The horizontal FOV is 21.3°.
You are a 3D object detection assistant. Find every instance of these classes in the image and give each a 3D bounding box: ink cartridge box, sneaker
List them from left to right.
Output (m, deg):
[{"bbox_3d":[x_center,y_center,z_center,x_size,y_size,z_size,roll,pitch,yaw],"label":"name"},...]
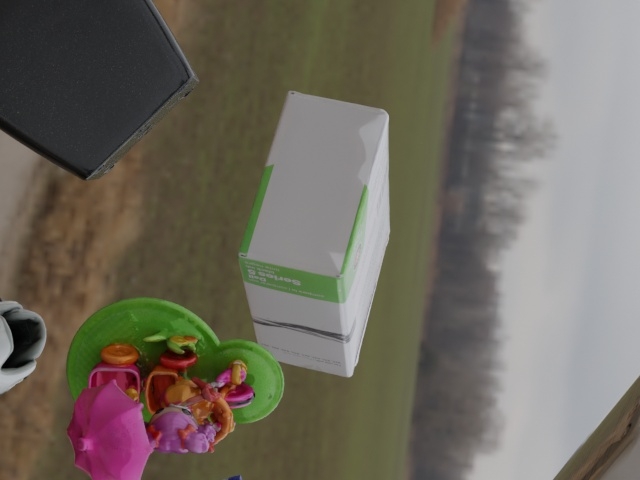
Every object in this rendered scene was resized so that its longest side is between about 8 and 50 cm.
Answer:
[{"bbox_3d":[-0.374,0.131,1.936,0.330,0.146,0.122,145,-72,-87],"label":"sneaker"},{"bbox_3d":[0.000,0.000,1.819,0.273,0.115,0.198,85,19,-64],"label":"ink cartridge box"}]

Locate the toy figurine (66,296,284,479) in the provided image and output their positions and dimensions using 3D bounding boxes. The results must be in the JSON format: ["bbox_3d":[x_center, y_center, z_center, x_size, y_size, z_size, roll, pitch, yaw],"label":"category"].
[{"bbox_3d":[-0.120,0.132,1.270,0.159,0.173,0.130,-78,173,-71],"label":"toy figurine"}]

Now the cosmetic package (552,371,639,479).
[{"bbox_3d":[0.217,0.256,1.167,0.365,0.197,0.155,-58,176,38],"label":"cosmetic package"}]

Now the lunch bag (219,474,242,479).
[{"bbox_3d":[-0.145,0.383,1.539,0.138,0.221,0.293,-113,-169,-54],"label":"lunch bag"}]

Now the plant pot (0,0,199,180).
[{"bbox_3d":[-0.207,-0.152,1.460,0.187,0.167,0.188,-44,-176,0],"label":"plant pot"}]
